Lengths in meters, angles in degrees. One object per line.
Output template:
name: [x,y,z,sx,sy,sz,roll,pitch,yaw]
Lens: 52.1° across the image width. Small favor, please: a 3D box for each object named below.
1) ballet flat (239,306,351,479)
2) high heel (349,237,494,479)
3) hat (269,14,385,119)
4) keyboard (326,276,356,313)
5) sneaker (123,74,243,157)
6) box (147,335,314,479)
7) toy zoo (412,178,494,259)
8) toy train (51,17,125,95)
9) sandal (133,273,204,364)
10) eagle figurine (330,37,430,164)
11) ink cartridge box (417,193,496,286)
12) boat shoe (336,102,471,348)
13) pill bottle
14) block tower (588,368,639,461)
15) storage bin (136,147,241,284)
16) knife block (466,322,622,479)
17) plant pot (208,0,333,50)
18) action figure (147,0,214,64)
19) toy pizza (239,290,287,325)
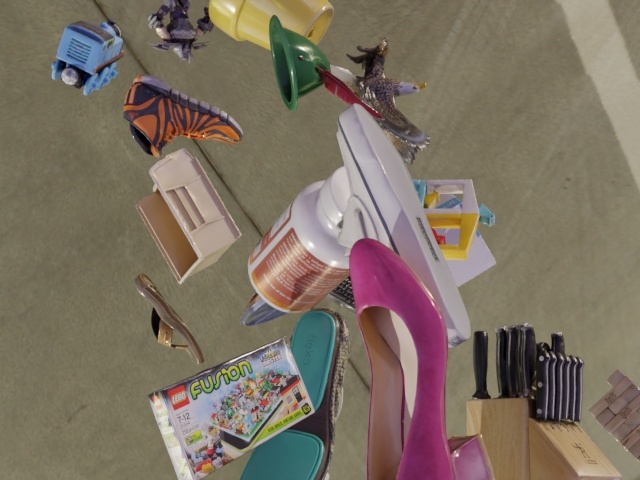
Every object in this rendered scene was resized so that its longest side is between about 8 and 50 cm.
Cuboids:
ballet flat: [-0.026,0.373,1.287,0.182,0.164,0.483,55,46,-51]
high heel: [0.050,0.117,0.545,0.117,0.082,0.244,-13,80,-34]
hat: [0.012,-0.344,1.259,0.183,0.173,0.208,-15,141,-10]
keyboard: [0.117,0.099,1.576,0.201,0.033,0.317,-41,132,20]
sneaker: [-0.369,-0.285,1.727,0.321,0.124,0.180,23,72,-24]
box: [-0.107,0.208,0.832,0.207,0.036,0.114,-17,83,-47]
toy zoo: [0.187,-0.044,1.275,0.293,0.192,0.030,1,138,17]
toy train: [-0.376,-0.309,1.083,0.080,0.184,0.105,26,113,-10]
sandal: [-0.234,0.125,0.982,0.049,0.072,0.180,-38,127,-12]
eagle figurine: [0.162,-0.344,1.652,0.226,0.225,0.298,-5,88,-48]
ink cartridge box: [0.306,-0.008,1.771,0.197,0.270,0.198,-32,108,5]
boat shoe: [0.061,-0.009,0.667,0.088,0.096,0.267,-27,79,22]
pill bottle: [0.000,0.000,0.850,0.121,0.121,0.216,22,142,-20]
block tower: [0.585,0.364,1.053,0.097,0.335,0.091,-46,145,8]
storage bin: [-0.340,-0.057,1.633,0.123,0.262,0.260,-30,87,-27]
knife block: [0.236,0.248,0.829,0.088,0.242,0.276,15,115,-33]
plant pot: [-0.109,-0.580,1.637,0.239,0.254,0.254,38,94,4]
action figure: [-0.356,-0.583,1.634,0.185,0.099,0.285,-20,104,-53]
toy pizza: [-0.048,0.081,1.088,0.201,0.201,0.032,-28,76,-5]
